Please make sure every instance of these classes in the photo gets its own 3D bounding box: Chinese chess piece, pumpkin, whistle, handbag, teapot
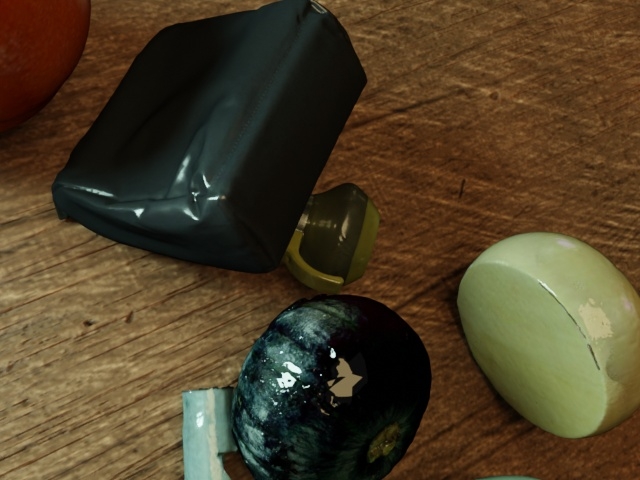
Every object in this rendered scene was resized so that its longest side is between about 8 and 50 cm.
[{"bbox_3d":[0.274,0.109,0.940,0.097,0.251,0.251,-25,85,-22],"label":"Chinese chess piece"},{"bbox_3d":[0.016,0.167,0.835,0.163,0.233,0.233,30,56,35],"label":"pumpkin"},{"bbox_3d":[-0.109,0.310,0.828,0.062,0.062,0.312,1,74,-22],"label":"whistle"},{"bbox_3d":[-0.117,-0.104,0.888,0.178,0.275,0.302,50,51,-40],"label":"handbag"},{"bbox_3d":[0.000,0.000,0.922,0.119,0.130,0.165,15,33,-3],"label":"teapot"}]

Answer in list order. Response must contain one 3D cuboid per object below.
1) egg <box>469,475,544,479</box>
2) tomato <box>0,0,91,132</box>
[{"bbox_3d":[0.146,0.399,0.786,0.389,0.276,0.276,-36,90,-29],"label":"egg"},{"bbox_3d":[-0.379,-0.242,0.724,0.341,0.341,0.273,17,77,-17],"label":"tomato"}]
